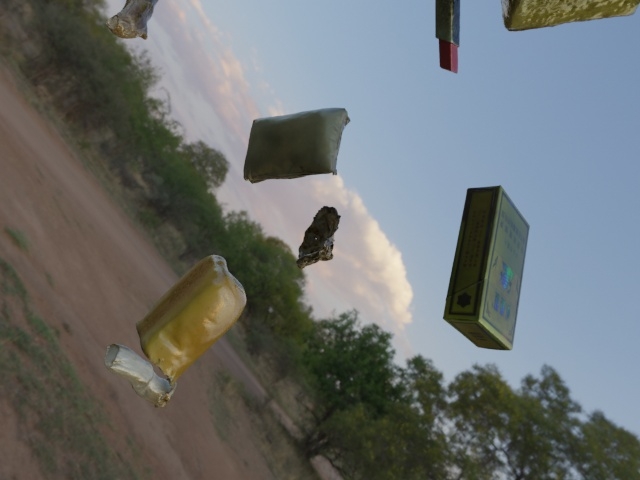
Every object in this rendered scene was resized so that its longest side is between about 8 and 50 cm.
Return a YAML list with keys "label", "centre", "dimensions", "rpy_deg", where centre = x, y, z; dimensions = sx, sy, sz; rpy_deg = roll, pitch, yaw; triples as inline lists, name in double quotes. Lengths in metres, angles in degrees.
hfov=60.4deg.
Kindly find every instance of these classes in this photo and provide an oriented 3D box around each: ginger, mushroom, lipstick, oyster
- label: "ginger"
  centre: [-0.266, -0.339, 0.798]
  dimensions: [0.044, 0.137, 0.057]
  rpy_deg: [15, -28, -5]
- label: "mushroom"
  centre: [-0.349, 0.263, 1.071]
  dimensions: [0.202, 0.054, 0.059]
  rpy_deg: [63, 31, -43]
- label: "lipstick"
  centre: [0.242, -0.480, 1.051]
  dimensions: [0.051, 0.051, 0.313]
  rpy_deg: [19, -60, 46]
- label: "oyster"
  centre: [-0.005, 0.004, 1.217]
  dimensions: [0.056, 0.177, 0.105]
  rpy_deg: [14, 33, -33]

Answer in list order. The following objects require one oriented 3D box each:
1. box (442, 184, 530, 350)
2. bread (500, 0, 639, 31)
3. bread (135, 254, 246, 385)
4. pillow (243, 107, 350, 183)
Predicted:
- label: "box"
  centre: [0.262, 0.045, 0.853]
  dimensions: [0.064, 0.220, 0.141]
  rpy_deg: [-3, -27, 38]
- label: "bread"
  centre: [0.413, -0.589, 0.952]
  dimensions: [0.233, 0.244, 0.362]
  rpy_deg: [51, 33, -72]
- label: "bread"
  centre: [-0.180, 0.109, 0.785]
  dimensions: [0.085, 0.173, 0.134]
  rpy_deg: [48, -6, -25]
- label: "pillow"
  centre: [-0.049, -0.158, 0.917]
  dimensions: [0.208, 0.119, 0.053]
  rpy_deg: [0, -11, 36]
